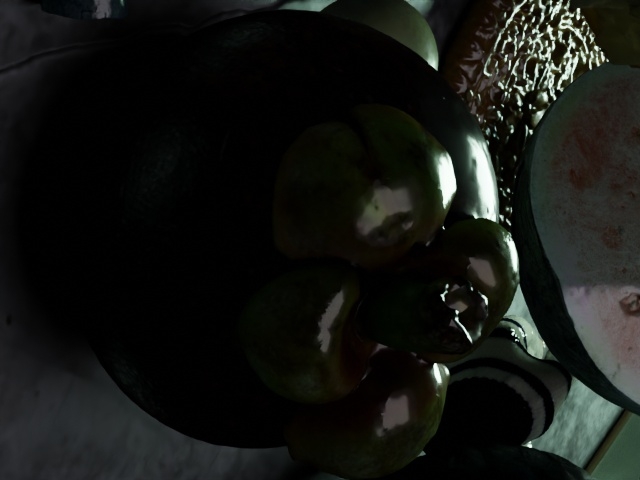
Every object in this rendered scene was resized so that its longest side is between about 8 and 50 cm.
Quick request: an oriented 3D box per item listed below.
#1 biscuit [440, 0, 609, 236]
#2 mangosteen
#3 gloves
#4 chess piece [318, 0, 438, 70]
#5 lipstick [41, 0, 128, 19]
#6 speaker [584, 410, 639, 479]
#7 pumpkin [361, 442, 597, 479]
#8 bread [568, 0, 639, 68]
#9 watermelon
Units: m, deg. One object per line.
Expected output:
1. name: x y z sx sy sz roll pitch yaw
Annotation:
1. biscuit: 0.189 -0.112 1.680 0.305 0.038 0.305 -30 129 -45
2. mangosteen: -0.007 -0.005 1.230 0.300 0.300 0.300 -30 129 -45
3. gloves: 0.158 0.128 1.693 0.140 0.131 0.219 -60 180 22
4. chess piece: 0.047 -0.066 1.430 0.144 0.144 0.251 -39 129 -39
5. lipstick: -0.138 -0.252 1.136 0.053 0.053 0.234 -17 116 -51
6. speaker: 0.383 0.282 2.056 0.231 0.153 0.192 -50 140 -29
7. pumpkin: 0.129 0.311 1.577 0.315 0.315 0.238 33 38 -56
8. bread: 0.313 -0.325 1.584 0.236 0.183 0.389 19 82 -29
9. watermelon: 0.230 0.011 1.634 0.175 0.188 0.322 128 -35 -58
